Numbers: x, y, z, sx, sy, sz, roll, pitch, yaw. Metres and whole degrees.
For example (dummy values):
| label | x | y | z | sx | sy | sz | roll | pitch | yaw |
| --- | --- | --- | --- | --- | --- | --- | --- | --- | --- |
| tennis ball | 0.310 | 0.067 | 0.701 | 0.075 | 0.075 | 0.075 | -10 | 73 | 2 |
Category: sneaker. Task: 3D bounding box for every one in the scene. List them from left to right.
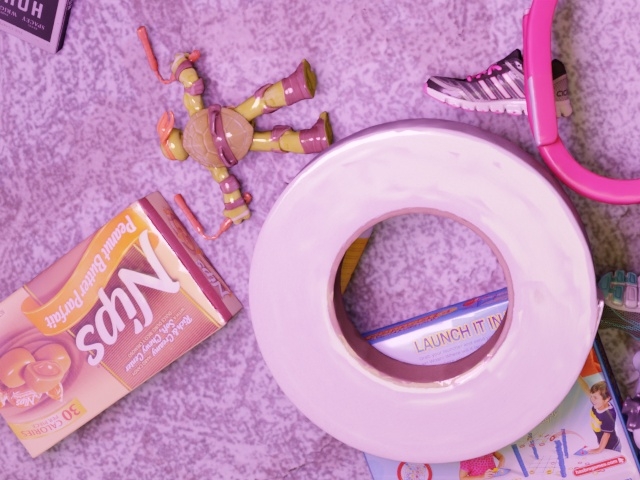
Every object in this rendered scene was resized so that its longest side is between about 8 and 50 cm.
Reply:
| label | x | y | z | sx | sy | sz | roll | pitch | yaw |
| --- | --- | --- | --- | --- | --- | --- | --- | --- | --- |
| sneaker | 0.204 | -0.183 | 1.849 | 0.170 | 0.063 | 0.075 | 6 | 100 | 7 |
| sneaker | 0.391 | 0.086 | 1.873 | 0.166 | 0.065 | 0.076 | 15 | 136 | -3 |

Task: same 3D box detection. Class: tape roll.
| label | x | y | z | sx | sy | sz | roll | pitch | yaw |
| --- | --- | --- | --- | --- | --- | --- | --- | --- | --- |
| tape roll | 0.116 | 0.058 | 1.812 | 0.392 | 0.072 | 0.392 | 2 | 103 | 7 |

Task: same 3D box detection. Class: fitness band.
| label | x | y | z | sx | sy | sz | roll | pitch | yaw |
| --- | --- | --- | --- | --- | --- | --- | --- | --- | --- |
| fitness band | 0.330 | -0.184 | 1.788 | 0.209 | 0.054 | 0.291 | -3 | 87 | -2 |

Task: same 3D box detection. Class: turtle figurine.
| label | x | y | z | sx | sy | sz | roll | pitch | yaw |
| --- | --- | --- | --- | --- | --- | --- | --- | --- | --- |
| turtle figurine | -0.107 | -0.142 | 1.906 | 0.217 | 0.087 | 0.269 | -15 | 98 | 14 |

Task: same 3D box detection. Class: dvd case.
| label | x | y | z | sx | sy | sz | roll | pitch | yaw |
| --- | --- | --- | --- | --- | --- | --- | --- | --- | --- |
| dvd case | -0.362 | -0.351 | 1.897 | 0.179 | 0.029 | 0.238 | 25 | 129 | 5 |

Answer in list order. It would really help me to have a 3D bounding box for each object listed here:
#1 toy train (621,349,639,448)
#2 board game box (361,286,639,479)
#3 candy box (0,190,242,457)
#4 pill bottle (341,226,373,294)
| label | x | y | z | sx | sy | sz | roll | pitch | yaw |
| --- | --- | --- | --- | --- | --- | --- | --- | --- | --- |
| toy train | 0.441 | 0.097 | 1.766 | 0.190 | 0.142 | 0.334 | 15 | 72 | 5 |
| board game box | 0.205 | 0.222 | 1.920 | 0.308 | 0.086 | 0.302 | -18 | 97 | 15 |
| candy box | -0.276 | 0.104 | 1.993 | 0.316 | 0.087 | 0.183 | -35 | 93 | 16 |
| pill bottle | 0.000 | 0.000 | 1.906 | 0.103 | 0.103 | 0.184 | 26 | 106 | 5 |
